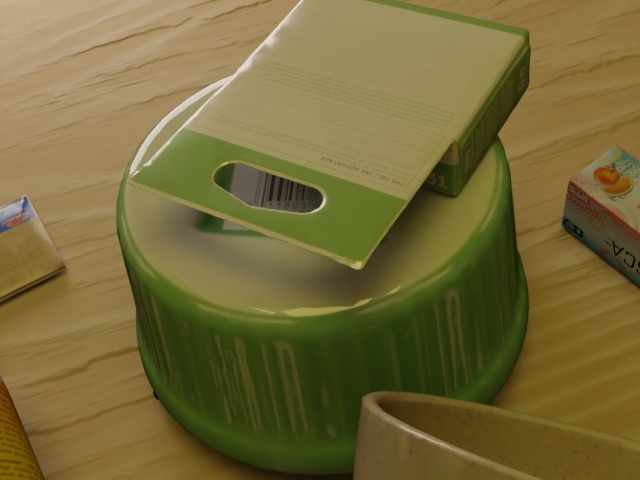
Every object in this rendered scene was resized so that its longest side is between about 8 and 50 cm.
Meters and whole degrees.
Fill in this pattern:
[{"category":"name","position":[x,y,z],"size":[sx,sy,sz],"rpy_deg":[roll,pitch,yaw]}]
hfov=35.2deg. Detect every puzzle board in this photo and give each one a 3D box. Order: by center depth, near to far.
[{"category":"puzzle board","position":[-0.292,0.021,0.863],"size":[0.128,0.011,0.096],"rpy_deg":[-27,54,-14]}]

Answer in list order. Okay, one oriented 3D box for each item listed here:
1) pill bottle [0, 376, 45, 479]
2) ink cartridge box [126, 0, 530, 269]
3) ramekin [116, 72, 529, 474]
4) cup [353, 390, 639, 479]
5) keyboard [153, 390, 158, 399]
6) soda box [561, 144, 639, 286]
[{"category":"pill bottle","position":[-0.263,0.159,0.678],"size":[0.136,0.136,0.246],"rpy_deg":[-27,55,-13]},{"category":"ink cartridge box","position":[0.014,-0.072,0.658],"size":[0.171,0.056,0.235],"rpy_deg":[20,55,25]},{"category":"ramekin","position":[0.000,0.000,0.734],"size":[0.303,0.148,0.303],"rpy_deg":[-4,47,5]},{"category":"cup","position":[0.155,0.232,0.497],"size":[0.331,0.331,0.237],"rpy_deg":[13,88,15]},{"category":"keyboard","position":[-0.043,0.081,0.784],"size":[0.180,0.023,0.108],"rpy_deg":[-15,47,-4]},{"category":"soda box","position":[0.274,0.008,0.775],"size":[0.058,0.063,0.183],"rpy_deg":[-34,58,-18]}]
